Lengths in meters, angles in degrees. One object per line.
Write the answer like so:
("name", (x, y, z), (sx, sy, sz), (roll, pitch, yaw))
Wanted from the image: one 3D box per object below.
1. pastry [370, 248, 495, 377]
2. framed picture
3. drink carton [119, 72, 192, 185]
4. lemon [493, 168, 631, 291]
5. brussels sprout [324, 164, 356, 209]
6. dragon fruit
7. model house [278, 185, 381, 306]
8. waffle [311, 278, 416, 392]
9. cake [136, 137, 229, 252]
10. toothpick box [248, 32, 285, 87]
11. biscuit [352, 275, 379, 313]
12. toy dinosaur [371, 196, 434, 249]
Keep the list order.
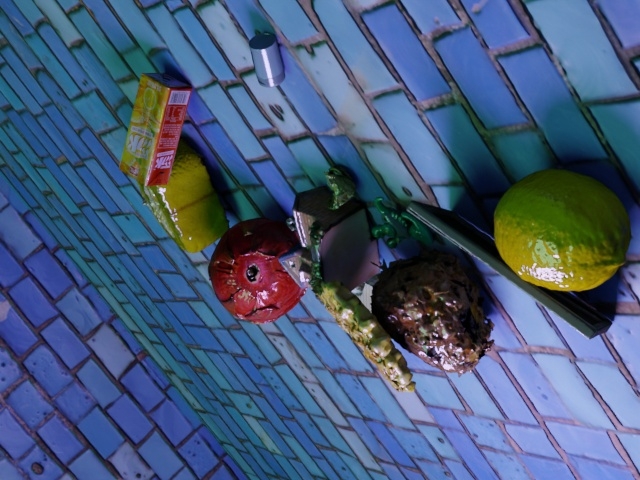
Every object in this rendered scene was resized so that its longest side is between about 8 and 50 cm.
("pastry", (0.212, 0.124, 1.894), (0.275, 0.193, 0.275), (32, 174, 4))
("framed picture", (0.304, 0.043, 1.628), (0.335, 0.022, 0.247), (37, -169, 18))
("drink carton", (-0.351, -0.236, 2.184), (0.096, 0.071, 0.223), (30, 113, 32))
("lemon", (0.343, -0.014, 1.470), (0.193, 0.180, 0.181), (-118, 7, -48))
("brussels sprout", (0.035, -0.103, 1.951), (0.085, 0.058, 0.085), (47, 147, 44))
("dragon fruit", (-0.131, 0.065, 2.247), (0.241, 0.252, 0.241), (8, 112, 19))
("model house", (0.000, 0.000, 2.045), (0.172, 0.166, 0.183), (28, 138, 40))
("waffle", (0.072, 0.158, 1.869), (0.291, 0.051, 0.291), (52, 173, 9))
("cake", (-0.323, -0.104, 2.383), (0.179, 0.156, 0.260), (40, 154, 51))
("toothpick box", (-0.095, -0.320, 1.832), (0.052, 0.052, 0.083), (28, 148, 34))
("biscuit", (0.096, 0.111, 2.182), (0.250, 0.046, 0.147), (33, 151, 27))
("toy dinosaur", (0.146, -0.033, 1.895), (0.132, 0.059, 0.096), (44, 148, -15))
